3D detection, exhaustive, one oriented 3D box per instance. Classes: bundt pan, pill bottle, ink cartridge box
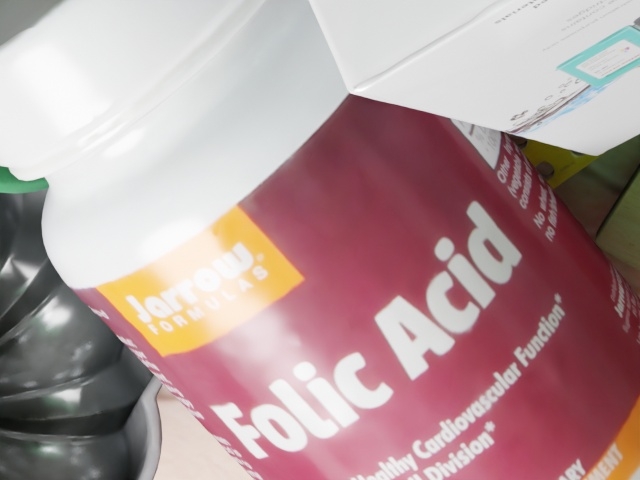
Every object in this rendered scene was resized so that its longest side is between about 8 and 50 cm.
[{"bbox_3d":[-0.249,0.094,1.081,0.331,0.331,0.124,18,160,1],"label":"bundt pan"},{"bbox_3d":[0.000,0.000,0.991,0.224,0.224,0.392,-33,111,23],"label":"pill bottle"},{"bbox_3d":[0.114,-0.176,0.838,0.197,0.270,0.198,-30,74,24],"label":"ink cartridge box"}]

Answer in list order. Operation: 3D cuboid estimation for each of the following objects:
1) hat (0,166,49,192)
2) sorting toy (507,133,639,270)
[{"bbox_3d":[-0.244,-0.097,1.062,0.183,0.208,0.173,-11,82,41],"label":"hat"},{"bbox_3d":[0.232,-0.032,1.048,0.274,0.046,0.132,26,118,-3],"label":"sorting toy"}]
